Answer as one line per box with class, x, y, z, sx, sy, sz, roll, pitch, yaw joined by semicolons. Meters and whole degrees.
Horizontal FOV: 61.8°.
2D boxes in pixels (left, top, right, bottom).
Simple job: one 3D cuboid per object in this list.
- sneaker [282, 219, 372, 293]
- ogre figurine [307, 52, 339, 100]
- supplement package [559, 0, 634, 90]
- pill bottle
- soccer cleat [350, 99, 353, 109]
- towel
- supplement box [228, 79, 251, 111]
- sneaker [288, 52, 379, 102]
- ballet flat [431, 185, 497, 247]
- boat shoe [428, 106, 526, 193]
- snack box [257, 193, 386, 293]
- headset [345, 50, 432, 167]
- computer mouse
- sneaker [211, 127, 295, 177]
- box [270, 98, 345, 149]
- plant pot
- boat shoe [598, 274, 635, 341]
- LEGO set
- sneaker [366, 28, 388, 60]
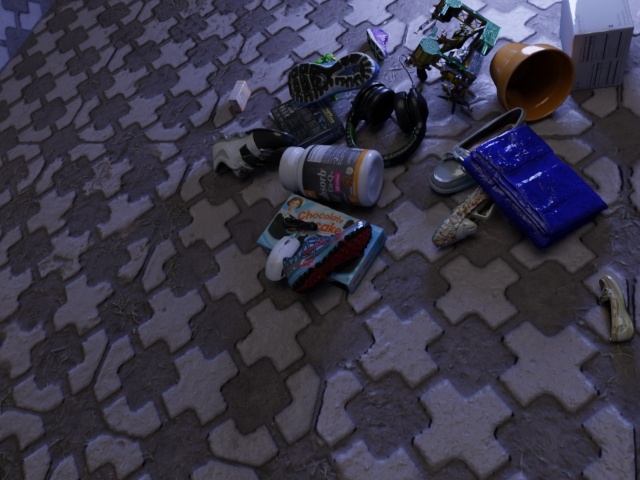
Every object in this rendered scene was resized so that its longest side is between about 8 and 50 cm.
sneaker;0.009;0.015;1.379;0.261;0.104;0.125;-35;53;-2
ogre figurine;0.029;-0.577;1.850;0.118;0.097;0.197;-44;37;9
supplement package;0.779;-0.601;1.531;0.145;0.204;0.262;-3;57;18
pill bottle;0.031;-0.193;1.547;0.278;0.162;0.162;10;62;25
soccer cleat;0.116;-0.427;1.750;0.029;0.036;0.083;-24;53;3
towel;0.536;-0.148;1.341;0.227;0.076;0.308;-29;67;-13
supplement box;-0.292;-0.524;1.939;0.036;0.062;0.099;6;61;21
sneaker;0.043;-0.518;1.732;0.329;0.147;0.130;0;100;30
ballet flat;0.390;-0.064;1.382;0.241;0.091;0.077;-45;51;-10
boat shoe;0.434;-0.249;1.480;0.320;0.103;0.118;-32;53;-3
snack box;0.000;0.000;1.492;0.321;0.060;0.187;23;69;30
headset;0.234;-0.401;1.658;0.243;0.185;0.395;18;80;28
computer mouse;-0.092;0.020;1.451;0.106;0.042;0.193;17;69;27
sneaker;-0.216;-0.273;1.708;0.330;0.122;0.146;-1;82;37
box;-0.043;-0.392;1.768;0.183;0.059;0.233;-29;52;-1
plant pot;0.585;-0.476;1.536;0.205;0.205;0.188;-21;38;5
boat shoe;0.640;0.148;1.178;0.048;0.056;0.153;-9;63;8
LEGO set;0.382;-0.555;1.621;0.254;0.192;0.332;22;63;-8
sneaker;0.211;-0.700;1.881;0.071;0.068;0.170;-15;53;2
